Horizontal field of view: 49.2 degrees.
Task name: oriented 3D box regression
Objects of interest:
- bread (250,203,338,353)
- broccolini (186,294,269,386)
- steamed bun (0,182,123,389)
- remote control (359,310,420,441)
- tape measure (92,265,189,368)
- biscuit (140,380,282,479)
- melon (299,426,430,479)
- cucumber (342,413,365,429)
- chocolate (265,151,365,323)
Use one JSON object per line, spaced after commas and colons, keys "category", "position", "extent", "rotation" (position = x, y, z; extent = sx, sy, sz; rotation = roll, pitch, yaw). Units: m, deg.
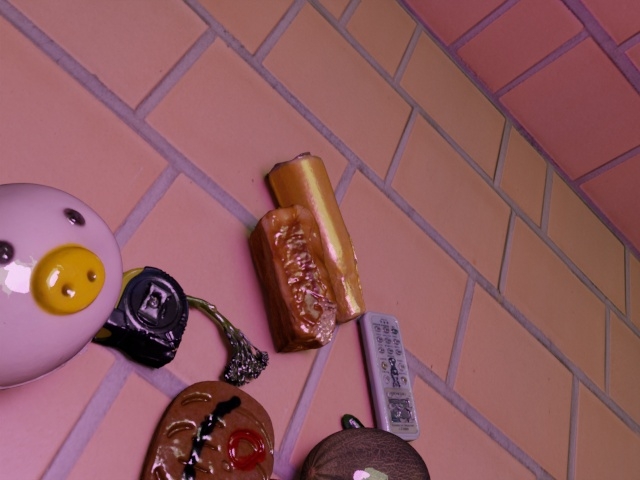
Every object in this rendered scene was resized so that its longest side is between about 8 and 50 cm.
{"category": "bread", "position": [-0.056, 0.090, 1.660], "extent": [0.148, 0.195, 0.344], "rotation": [-7, 70, -25]}
{"category": "broccolini", "position": [-0.231, 0.217, 1.519], "extent": [0.271, 0.062, 0.123], "rotation": [43, 35, -11]}
{"category": "steamed bun", "position": [-0.511, 0.069, 1.146], "extent": [0.334, 0.333, 0.374], "rotation": [54, 36, -4]}
{"category": "remote control", "position": [0.172, 0.351, 1.808], "extent": [0.127, 0.065, 0.336], "rotation": [15, 56, -40]}
{"category": "tape measure", "position": [-0.358, 0.140, 1.400], "extent": [0.199, 0.112, 0.186], "rotation": [33, 44, -27]}
{"category": "biscuit", "position": [-0.198, 0.464, 1.386], "extent": [0.314, 0.063, 0.368], "rotation": [33, 45, -23]}
{"category": "melon", "position": [0.095, 0.522, 1.496], "extent": [0.301, 0.237, 0.238], "rotation": [20, 53, -33]}
{"category": "cucumber", "position": [0.141, 0.533, 1.677], "extent": [0.284, 0.056, 0.056], "rotation": [52, 41, -1]}
{"category": "chocolate", "position": [0.000, 0.000, 1.822], "extent": [0.162, 0.162, 0.446], "rotation": [-12, 79, -47]}
